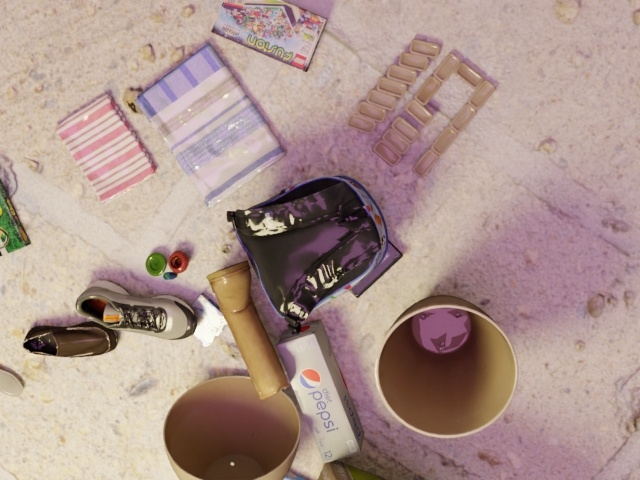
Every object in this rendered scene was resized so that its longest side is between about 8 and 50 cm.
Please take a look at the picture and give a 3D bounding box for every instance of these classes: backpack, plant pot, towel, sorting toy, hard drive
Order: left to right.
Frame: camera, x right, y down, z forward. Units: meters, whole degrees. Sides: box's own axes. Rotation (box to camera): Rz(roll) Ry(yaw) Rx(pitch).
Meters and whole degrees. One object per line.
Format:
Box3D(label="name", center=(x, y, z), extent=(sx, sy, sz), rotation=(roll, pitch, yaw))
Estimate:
Box3D(label="towel", center=(-0.455, -0.192, 1.681), extent=(0.144, 0.029, 0.197), rotation=(-30, 97, 11))
Box3D(label="sorting toy", center=(-0.325, 0.055, 1.719), extent=(0.102, 0.042, 0.061), rotation=(-5, 86, 20))
Box3D(label="towel", center=(-0.229, -0.233, 1.643), extent=(0.209, 0.034, 0.285), rotation=(-33, 97, 12))
Box3D(label="plant pot", center=(-0.185, 0.458, 1.690), extent=(0.284, 0.284, 0.191), rotation=(7, 127, 5))
Box3D(label="backpack", center=(0.000, 0.000, 1.571), extent=(0.263, 0.213, 0.277), rotation=(-28, 92, 22))
Box3D(label="hard drive", center=(0.093, 0.044, 1.672), extent=(0.094, 0.022, 0.135), rotation=(45, 103, -4))
Box3D(label="plant pot", center=(0.243, 0.211, 1.563), extent=(0.256, 0.274, 0.257), rotation=(1, 102, 7))

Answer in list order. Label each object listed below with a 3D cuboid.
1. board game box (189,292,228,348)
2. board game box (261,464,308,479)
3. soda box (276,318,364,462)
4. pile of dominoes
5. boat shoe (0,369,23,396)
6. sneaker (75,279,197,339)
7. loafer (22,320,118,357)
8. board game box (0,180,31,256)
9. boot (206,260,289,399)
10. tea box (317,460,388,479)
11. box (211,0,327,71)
Box3D(label="board game box", center=(-0.255, 0.176, 1.743), extent=(0.090, 0.020, 0.090), rotation=(42, 104, -4))
Box3D(label="board game box", center=(-0.064, 0.617, 1.810), extent=(0.211, 0.039, 0.160), rotation=(25, 104, -1))
Box3D(label="soda box", center=(0.003, 0.323, 1.706), extent=(0.091, 0.098, 0.286), rotation=(-19, 99, 12))
Box3D(label="pile of dominoes", center=(0.196, -0.268, 1.596), extent=(0.196, 0.040, 0.251), rotation=(39, 96, -2))
Box3D(label="boat shoe", center=(-0.740, 0.321, 1.823), extent=(0.125, 0.038, 0.046), rotation=(30, 62, -6))
Box3D(label="sneaker", center=(-0.398, 0.163, 1.706), extent=(0.271, 0.108, 0.100), rotation=(12, 104, 8))
Box3D(label="loafer", center=(-0.558, 0.231, 1.760), extent=(0.220, 0.078, 0.080), rotation=(-5, 102, 8))
Box3D(label="board game box", center=(-0.751, -0.085, 1.740), extent=(0.136, 0.030, 0.260), rotation=(-22, 99, 9))
Box3D(label="boot", center=(-0.137, 0.184, 1.610), extent=(0.089, 0.236, 0.270), rotation=(-23, 83, -9))
Box3D(label="tea box", center=(0.128, 0.617, 1.610), extent=(0.323, 0.329, 0.220), rotation=(22, 83, 1))
Box3D(label="box", center=(-0.101, -0.428, 1.583), extent=(0.207, 0.036, 0.114), rotation=(23, 104, 1))
